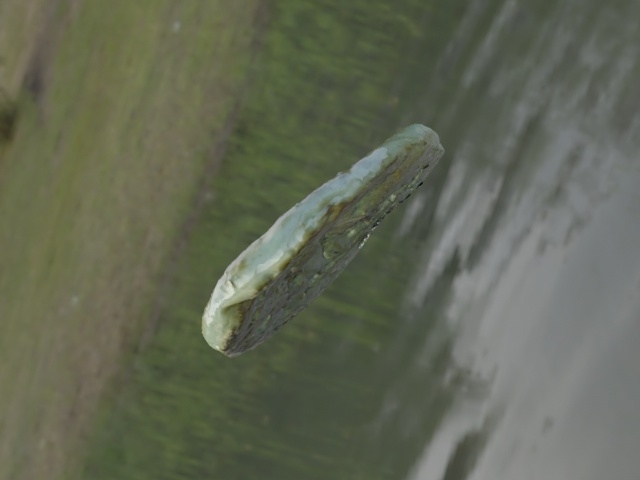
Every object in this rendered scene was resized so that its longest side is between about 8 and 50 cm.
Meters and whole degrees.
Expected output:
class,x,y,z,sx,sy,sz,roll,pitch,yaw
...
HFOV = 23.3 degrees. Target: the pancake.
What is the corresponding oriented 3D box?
class,x,y,z,sx,sy,sz,roll,pitch,yaw
pancake,0.000,0.000,1.194,0.253,0.037,0.253,-41,-10,-9
